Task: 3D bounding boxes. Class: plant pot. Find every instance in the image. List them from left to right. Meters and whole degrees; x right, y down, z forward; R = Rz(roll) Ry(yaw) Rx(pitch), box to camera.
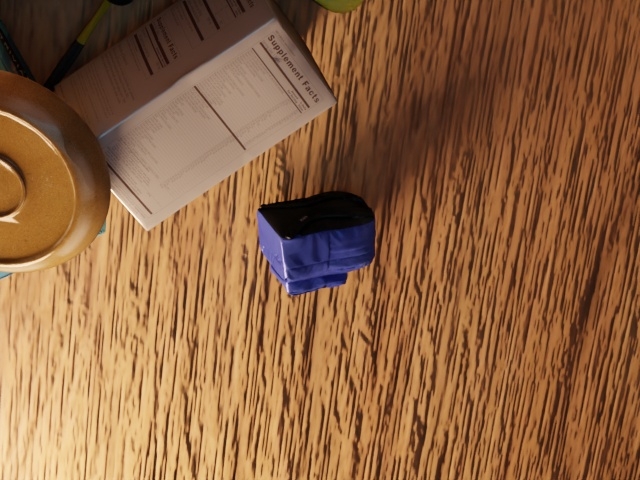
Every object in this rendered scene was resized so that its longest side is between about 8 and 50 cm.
[{"bbox_3d":[-0.328,-0.061,1.863,0.236,0.032,0.236,5,122,9],"label":"plant pot"}]

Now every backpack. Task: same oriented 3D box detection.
[{"bbox_3d":[0.000,0.000,2.053,0.120,0.098,0.101,-15,125,-17],"label":"backpack"}]

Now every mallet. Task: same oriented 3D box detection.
[{"bbox_3d":[-0.246,-0.219,1.949,0.039,0.062,0.190,33,120,-15],"label":"mallet"}]

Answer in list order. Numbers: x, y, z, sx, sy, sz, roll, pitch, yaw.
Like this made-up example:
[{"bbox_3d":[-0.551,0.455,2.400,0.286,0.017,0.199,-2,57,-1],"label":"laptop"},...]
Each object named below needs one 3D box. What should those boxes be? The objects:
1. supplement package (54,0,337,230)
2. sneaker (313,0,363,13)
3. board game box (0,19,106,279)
[{"bbox_3d":[-0.130,-0.152,1.925,0.244,0.134,0.139,-33,130,6],"label":"supplement package"},{"bbox_3d":[-0.047,-0.357,1.887,0.295,0.109,0.123,37,97,-30],"label":"sneaker"},{"bbox_3d":[-0.412,-0.107,1.931,0.253,0.079,0.336,-24,115,7],"label":"board game box"}]
